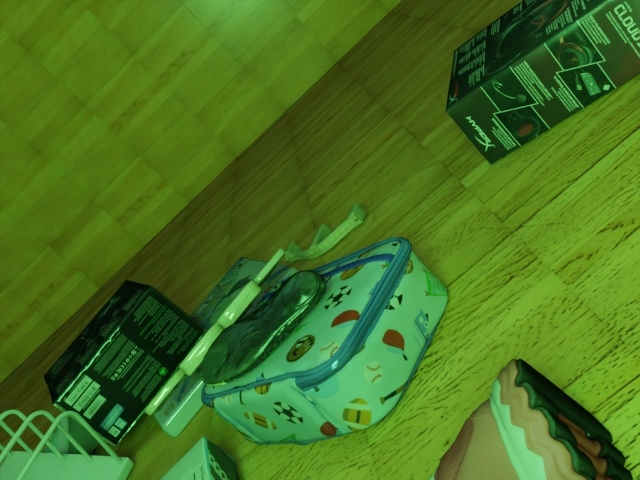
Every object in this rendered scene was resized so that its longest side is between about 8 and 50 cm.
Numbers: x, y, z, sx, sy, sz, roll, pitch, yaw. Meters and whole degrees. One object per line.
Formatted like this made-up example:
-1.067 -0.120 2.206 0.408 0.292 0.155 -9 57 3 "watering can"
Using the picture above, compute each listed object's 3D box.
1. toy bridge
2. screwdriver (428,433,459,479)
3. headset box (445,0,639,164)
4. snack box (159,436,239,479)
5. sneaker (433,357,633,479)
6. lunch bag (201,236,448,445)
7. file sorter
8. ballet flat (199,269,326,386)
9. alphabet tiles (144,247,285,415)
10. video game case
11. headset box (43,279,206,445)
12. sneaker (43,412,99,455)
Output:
0.000 0.000 1.164 0.188 0.026 0.063 -30 25 38 "toy bridge"
0.075 0.225 0.554 0.170 0.024 0.025 -49 -10 -18 "screwdriver"
0.323 -0.265 0.905 0.293 0.110 0.218 -33 23 32 "headset box"
-0.149 0.359 0.669 0.187 0.060 0.322 -45 21 2 "snack box"
0.130 0.205 0.386 0.136 0.116 0.314 -50 10 19 "sneaker"
-0.004 0.117 0.806 0.303 0.115 0.243 -21 28 48 "lunch bag"
-0.476 0.371 1.021 0.277 0.173 0.193 -7 38 27 "file sorter"
-0.059 0.099 0.727 0.173 0.049 0.057 -41 62 2 "ballet flat"
-0.142 0.133 0.949 0.278 0.021 0.284 -50 0 -16 "alphabet tiles"
-0.194 0.169 1.205 0.329 0.036 0.300 -50 20 -14 "video game case"
-0.371 0.209 1.239 0.246 0.131 0.283 -53 20 -18 "headset box"
-0.497 0.411 1.237 0.151 0.094 0.256 -36 22 5 "sneaker"
